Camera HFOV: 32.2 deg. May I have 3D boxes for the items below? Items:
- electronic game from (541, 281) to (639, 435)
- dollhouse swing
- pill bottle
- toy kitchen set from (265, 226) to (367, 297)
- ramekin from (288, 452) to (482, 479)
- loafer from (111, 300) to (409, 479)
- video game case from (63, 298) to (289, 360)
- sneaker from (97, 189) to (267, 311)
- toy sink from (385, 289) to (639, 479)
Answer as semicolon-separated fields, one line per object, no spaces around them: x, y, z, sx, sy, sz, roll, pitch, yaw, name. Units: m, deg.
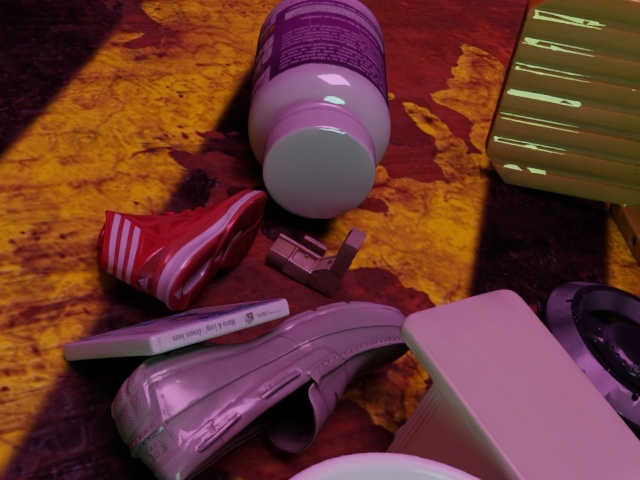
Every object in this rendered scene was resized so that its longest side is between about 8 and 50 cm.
0.347;0.133;1.239;0.229;0.048;0.229;21;36;-16;electronic game
0.402;-0.108;1.336;0.305;0.347;0.315;2;40;-13;dollhouse swing
-0.001;-0.163;1.326;0.169;0.169;0.301;15;36;-11;pill bottle
0.000;0.000;1.196;0.083;0.075;0.068;30;35;3;toy kitchen set
0.059;0.302;0.793;0.277;0.135;0.277;14;36;-11;ramekin
-0.032;0.136;0.990;0.319;0.112;0.111;-16;63;-38;loafer
-0.129;0.079;0.984;0.143;0.157;0.019;-13;92;-40;video game case
-0.147;-0.018;1.135;0.128;0.087;0.221;23;26;12;sneaker
0.164;0.182;1.008;0.153;0.131;0.234;-12;53;-38;toy sink
